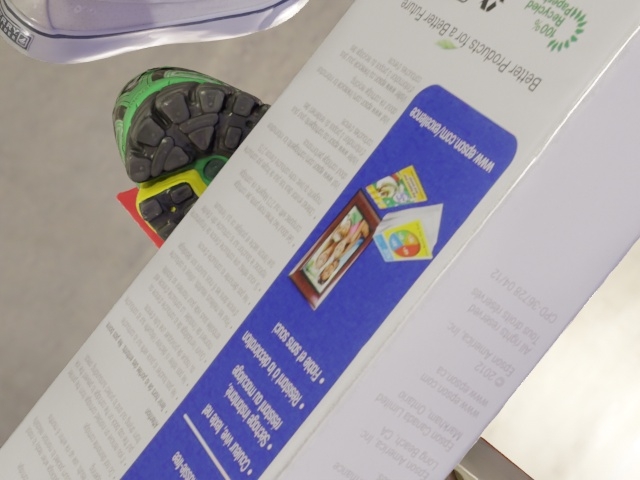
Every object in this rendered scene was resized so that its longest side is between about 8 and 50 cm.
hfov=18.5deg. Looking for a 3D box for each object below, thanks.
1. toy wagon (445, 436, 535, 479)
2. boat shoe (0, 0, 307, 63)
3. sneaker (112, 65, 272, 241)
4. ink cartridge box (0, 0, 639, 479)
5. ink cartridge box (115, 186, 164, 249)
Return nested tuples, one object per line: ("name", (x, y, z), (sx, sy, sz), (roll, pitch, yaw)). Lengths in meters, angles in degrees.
("toy wagon", (0.062, 0.261, 1.755), (0.068, 0.344, 0.267), (-40, 119, -41))
("boat shoe", (-0.115, -0.270, 1.720), (0.367, 0.136, 0.156), (-17, 149, -40))
("sneaker", (0.000, 0.000, 1.298), (0.134, 0.146, 0.343), (-42, 117, 4))
("ink cartridge box", (-0.017, 0.046, 0.707), (0.069, 0.176, 0.371), (39, 93, -29))
("ink cartridge box", (-0.025, 0.010, 1.545), (0.181, 0.224, 0.056), (-25, 162, -50))
